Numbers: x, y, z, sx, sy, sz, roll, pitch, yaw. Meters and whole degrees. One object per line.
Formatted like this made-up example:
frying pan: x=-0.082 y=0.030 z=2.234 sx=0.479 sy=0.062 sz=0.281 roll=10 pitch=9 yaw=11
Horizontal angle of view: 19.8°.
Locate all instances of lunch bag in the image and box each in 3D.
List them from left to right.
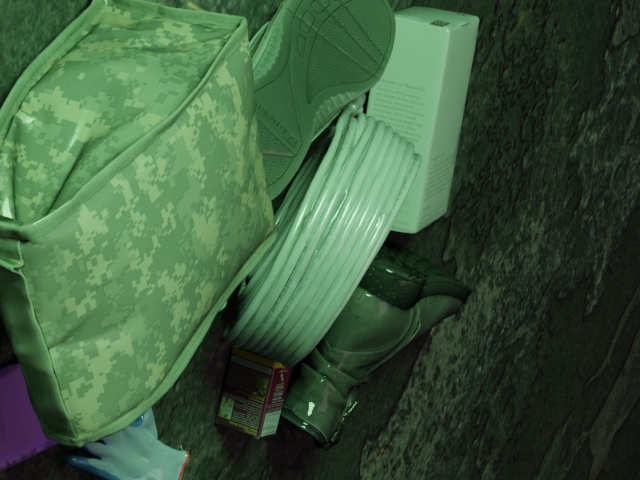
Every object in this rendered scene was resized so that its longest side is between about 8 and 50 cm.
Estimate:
lunch bag: x=-0.168 y=-0.014 z=1.423 sx=0.235 sy=0.169 sz=0.287 roll=83 pitch=30 yaw=-41

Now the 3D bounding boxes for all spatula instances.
spatula: x=-0.196 y=0.111 z=1.600 sx=0.296 sy=0.030 sz=0.084 roll=-31 pitch=118 yaw=-57

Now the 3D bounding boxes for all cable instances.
cable: x=0.000 y=0.000 z=1.750 sx=0.257 sy=0.089 sz=0.257 roll=-58 pitch=-174 yaw=16

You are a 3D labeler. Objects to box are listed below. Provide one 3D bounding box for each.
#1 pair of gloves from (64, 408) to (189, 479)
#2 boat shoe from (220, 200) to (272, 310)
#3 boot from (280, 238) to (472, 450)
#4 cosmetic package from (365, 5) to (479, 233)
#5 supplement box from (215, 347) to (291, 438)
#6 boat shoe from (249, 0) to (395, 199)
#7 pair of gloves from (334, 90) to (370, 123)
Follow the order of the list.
pair of gloves: x=-0.189 y=0.230 z=1.639 sx=0.159 sy=0.023 sz=0.198 roll=33 pitch=73 yaw=-44
boat shoe: x=-0.101 y=0.025 z=1.685 sx=0.227 sy=0.079 sz=0.081 roll=-56 pitch=147 yaw=-39
boot: x=0.048 y=0.116 z=2.042 sx=0.223 sy=0.118 sz=0.338 roll=-62 pitch=160 yaw=7
cosmetic package: x=0.102 y=-0.133 z=1.993 sx=0.117 sy=0.085 sz=0.231 roll=-30 pitch=130 yaw=-66
supplement box: x=-0.067 y=0.153 z=1.863 sx=0.043 sy=0.055 sz=0.083 roll=-2 pitch=107 yaw=-64
boat shoe: x=-0.036 y=-0.139 z=1.710 sx=0.118 sy=0.103 sz=0.320 roll=45 pitch=52 yaw=-17
pair of gloves: x=0.036 y=-0.143 z=1.944 sx=0.074 sy=0.010 sz=0.083 roll=39 pitch=69 yaw=-69
